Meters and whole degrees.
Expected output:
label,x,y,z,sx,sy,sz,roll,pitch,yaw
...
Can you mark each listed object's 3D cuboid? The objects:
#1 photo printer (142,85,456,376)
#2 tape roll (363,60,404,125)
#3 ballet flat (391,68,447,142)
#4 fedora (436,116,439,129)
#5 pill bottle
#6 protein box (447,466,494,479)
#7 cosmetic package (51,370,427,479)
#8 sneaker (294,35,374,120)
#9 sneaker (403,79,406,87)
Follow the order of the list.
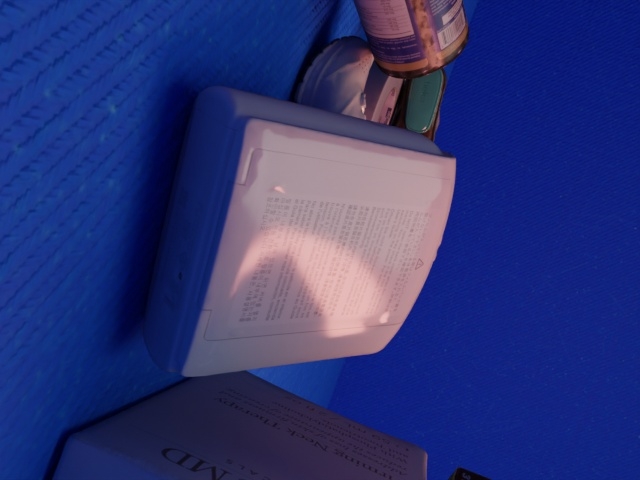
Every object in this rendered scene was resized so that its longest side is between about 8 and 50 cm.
label,x,y,z,sx,sy,sz,roll,pitch,yaw
photo printer,0.000,0.000,0.582,0.307,0.107,0.256,2,113,-40
tape roll,0.078,-0.220,1.009,0.219,0.072,0.219,20,90,-78
ballet flat,0.169,-0.190,1.081,0.096,0.095,0.280,-76,-175,-82
fedora,0.220,-0.274,1.442,0.244,0.124,0.275,-55,162,-53
pill bottle,0.090,-0.305,0.657,0.123,0.122,0.219,-63,144,-27
protein box,0.189,0.339,0.541,0.200,0.201,0.136,93,19,-54
cosmetic package,-0.086,0.375,0.650,0.393,0.329,0.327,15,96,-79
sneaker,0.015,-0.125,0.739,0.111,0.129,0.297,72,39,-71
sneaker,0.120,-0.237,1.183,0.232,0.090,0.115,-62,177,10
